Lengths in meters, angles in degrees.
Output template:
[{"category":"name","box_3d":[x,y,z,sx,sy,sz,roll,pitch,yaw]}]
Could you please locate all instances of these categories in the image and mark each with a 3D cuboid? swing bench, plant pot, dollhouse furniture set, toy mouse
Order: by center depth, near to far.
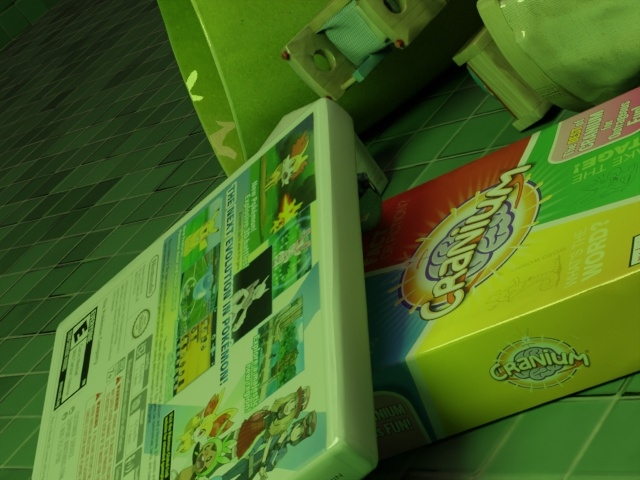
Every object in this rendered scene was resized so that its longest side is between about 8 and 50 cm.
[{"category":"toy mouse","box_3d":[0.000,0.000,1.061,0.143,0.031,0.161,-12,32,53]},{"category":"swing bench","box_3d":[0.292,-0.214,1.107,0.253,0.165,0.255,-15,34,42]},{"category":"dollhouse furniture set","box_3d":[0.091,-0.150,1.260,0.129,0.184,0.129,-49,9,-33]},{"category":"plant pot","box_3d":[0.016,-0.218,1.450,0.293,0.275,0.275,-21,18,-10]}]

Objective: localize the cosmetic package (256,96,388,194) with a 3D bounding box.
[{"category":"cosmetic package","box_3d":[-0.029,-0.012,1.233,0.060,0.099,0.239,-22,23,36]}]

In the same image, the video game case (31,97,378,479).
[{"category":"video game case","box_3d":[-0.086,0.093,0.983,0.300,0.036,0.329,-39,30,26]}]

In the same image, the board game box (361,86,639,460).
[{"category":"board game box","box_3d":[0.124,0.018,0.974,0.316,0.064,0.242,-24,23,27]}]
